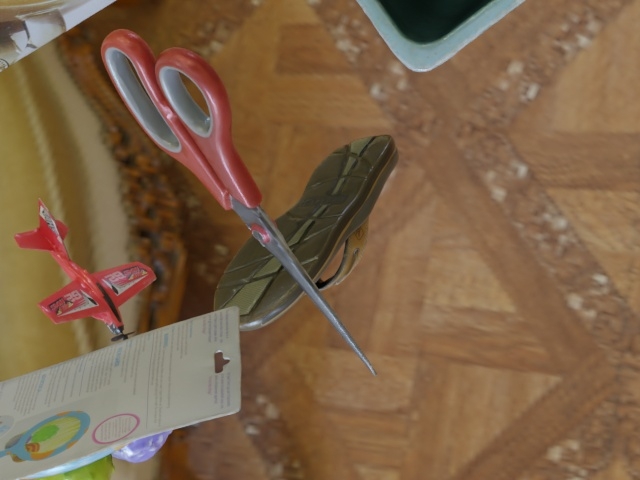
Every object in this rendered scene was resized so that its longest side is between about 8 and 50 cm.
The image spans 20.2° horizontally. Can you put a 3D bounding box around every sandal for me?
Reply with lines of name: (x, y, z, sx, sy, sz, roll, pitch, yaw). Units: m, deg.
sandal: (0.000, 0.000, 1.424, 0.090, 0.060, 0.219, -3, 38, 40)

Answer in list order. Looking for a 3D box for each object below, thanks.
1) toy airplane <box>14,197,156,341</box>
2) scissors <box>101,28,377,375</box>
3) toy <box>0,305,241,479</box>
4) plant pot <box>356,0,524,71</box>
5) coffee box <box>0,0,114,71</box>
toy airplane: (-0.217, 0.031, 1.604, 0.028, 0.151, 0.151, -41, 58, 34)
scissors: (-0.053, -0.023, 1.234, 0.109, 0.297, 0.021, 8, 48, 46)
toy: (-0.153, 0.118, 1.033, 0.237, 0.137, 0.056, -15, 113, 3)
plant pot: (0.101, -0.281, 1.150, 0.247, 0.252, 0.248, -36, 91, 14)
coffee box: (-0.143, -0.182, 0.807, 0.297, 0.168, 0.119, -26, 69, 31)
